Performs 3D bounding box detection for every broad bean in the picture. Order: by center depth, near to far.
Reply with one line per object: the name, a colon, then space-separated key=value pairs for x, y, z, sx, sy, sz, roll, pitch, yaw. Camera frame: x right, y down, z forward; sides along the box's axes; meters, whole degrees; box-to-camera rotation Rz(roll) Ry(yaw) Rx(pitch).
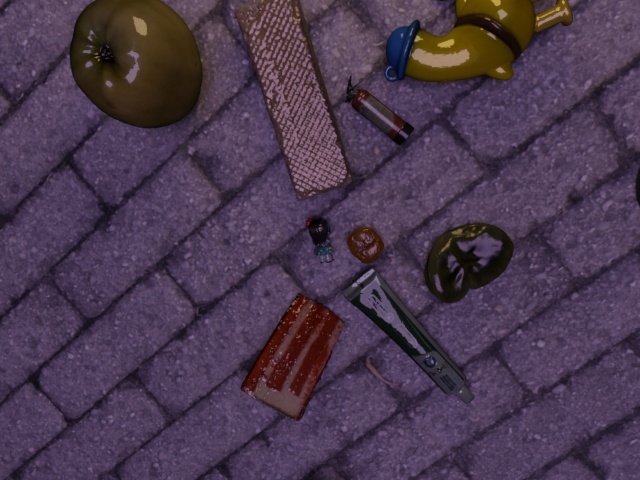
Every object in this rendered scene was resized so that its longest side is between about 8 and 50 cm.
broad bean: x=0.323 y=0.046 z=1.068 sx=0.206 sy=0.072 sz=0.153 roll=-41 pitch=97 yaw=0

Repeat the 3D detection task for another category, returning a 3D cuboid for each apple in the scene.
apple: x=-0.374 y=-0.362 z=0.978 sx=0.262 sy=0.262 sz=0.262 roll=1 pitch=101 yaw=6

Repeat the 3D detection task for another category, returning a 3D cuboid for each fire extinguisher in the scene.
fire extinguisher: x=0.120 y=-0.279 z=1.030 sx=0.177 sy=0.050 sz=0.062 roll=39 pitch=128 yaw=-2

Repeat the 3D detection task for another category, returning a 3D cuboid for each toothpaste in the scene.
toothpaste: x=0.216 y=0.233 z=1.113 sx=0.099 sy=0.061 sz=0.392 roll=-43 pitch=91 yaw=12

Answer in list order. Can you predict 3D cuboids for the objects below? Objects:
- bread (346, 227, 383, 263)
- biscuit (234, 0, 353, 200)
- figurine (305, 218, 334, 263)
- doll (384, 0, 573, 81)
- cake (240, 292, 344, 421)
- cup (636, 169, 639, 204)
bread: x=0.103 y=0.010 z=1.088 sx=0.081 sy=0.046 sz=0.083 roll=-12 pitch=100 yaw=11
biscuit: x=-0.054 y=-0.305 z=1.029 sx=0.144 sy=0.078 sz=0.426 roll=-16 pitch=98 yaw=9
figurine: x=0.000 y=0.000 z=1.100 sx=0.060 sy=0.047 sz=0.106 roll=3 pitch=112 yaw=42
doll: x=0.298 y=-0.396 z=0.944 sx=0.363 sy=0.145 sz=0.200 roll=-20 pitch=89 yaw=14
cake: x=-0.063 y=0.283 z=1.156 sx=0.158 sy=0.160 sz=0.262 roll=31 pitch=67 yaw=0
cup: x=0.753 y=-0.068 z=0.902 sx=0.227 sy=0.257 sz=0.301 roll=27 pitch=104 yaw=3
